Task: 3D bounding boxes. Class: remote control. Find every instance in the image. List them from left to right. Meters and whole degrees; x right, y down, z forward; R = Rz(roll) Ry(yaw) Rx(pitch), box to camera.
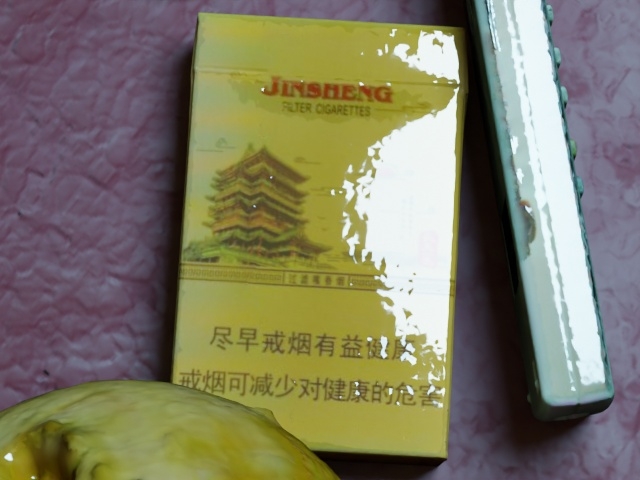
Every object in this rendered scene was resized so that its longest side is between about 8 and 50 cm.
[{"bbox_3d":[0.128,-0.061,1.161,0.050,0.145,0.344,-9,81,2],"label":"remote control"}]

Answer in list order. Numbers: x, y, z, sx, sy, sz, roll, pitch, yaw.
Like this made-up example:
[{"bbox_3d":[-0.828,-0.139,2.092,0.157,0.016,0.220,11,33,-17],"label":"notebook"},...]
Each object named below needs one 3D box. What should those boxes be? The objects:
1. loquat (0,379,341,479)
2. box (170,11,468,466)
[{"bbox_3d":[-0.103,0.239,1.024,0.328,0.328,0.328,0,80,0],"label":"loquat"},{"bbox_3d":[0.000,0.000,1.184,0.174,0.076,0.274,3,80,-1],"label":"box"}]
